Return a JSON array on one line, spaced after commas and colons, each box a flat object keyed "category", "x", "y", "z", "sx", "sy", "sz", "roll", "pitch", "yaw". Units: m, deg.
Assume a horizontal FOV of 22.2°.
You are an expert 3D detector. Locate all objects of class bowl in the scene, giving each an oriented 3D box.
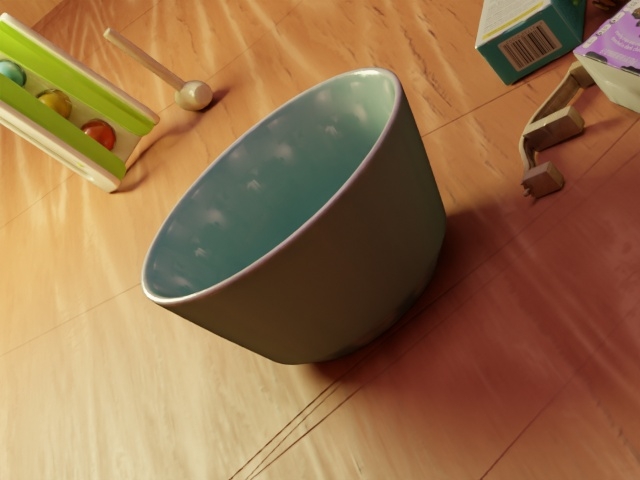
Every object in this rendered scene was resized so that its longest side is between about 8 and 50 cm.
[{"category": "bowl", "x": -0.002, "y": -0.002, "z": 1.554, "sx": 0.311, "sy": 0.163, "sz": 0.311, "roll": -35, "pitch": 23, "yaw": 17}]

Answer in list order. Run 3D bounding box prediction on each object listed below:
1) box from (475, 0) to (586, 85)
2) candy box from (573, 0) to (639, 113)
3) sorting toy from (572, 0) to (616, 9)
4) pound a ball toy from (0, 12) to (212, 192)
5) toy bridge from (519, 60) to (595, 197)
[{"category": "box", "x": 0.237, "y": -0.274, "z": 1.797, "sx": 0.100, "sy": 0.060, "sz": 0.244, "roll": -28, "pitch": 26, "yaw": 29}, {"category": "candy box", "x": 0.348, "y": -0.198, "z": 1.461, "sx": 0.196, "sy": 0.070, "sz": 0.165, "roll": -42, "pitch": 22, "yaw": -2}, {"category": "sorting toy", "x": 0.274, "y": -0.269, "z": 1.699, "sx": 0.061, "sy": 0.102, "sz": 0.042, "roll": -56, "pitch": -10, "yaw": -70}, {"category": "pound a ball toy", "x": -0.346, "y": -0.216, "z": 2.384, "sx": 0.208, "sy": 0.319, "sz": 0.136, "roll": -60, "pitch": 15, "yaw": -13}, {"category": "toy bridge", "x": 0.221, "y": -0.105, "z": 1.558, "sx": 0.063, "sy": 0.026, "sz": 0.188, "roll": -24, "pitch": 28, "yaw": 43}]
